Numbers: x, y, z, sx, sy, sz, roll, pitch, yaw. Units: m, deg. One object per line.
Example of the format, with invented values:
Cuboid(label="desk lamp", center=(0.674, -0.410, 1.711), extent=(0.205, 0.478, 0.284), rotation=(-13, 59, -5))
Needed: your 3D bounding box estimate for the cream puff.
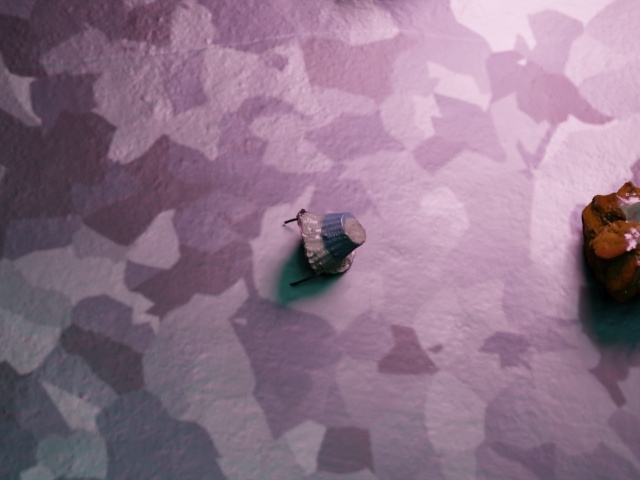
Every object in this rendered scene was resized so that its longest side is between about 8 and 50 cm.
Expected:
Cuboid(label="cream puff", center=(0.298, 0.000, 1.334), extent=(0.116, 0.094, 0.122), rotation=(40, 76, 12))

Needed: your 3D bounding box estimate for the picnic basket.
Cuboid(label="picnic basket", center=(0.000, 0.000, 1.329), extent=(0.083, 0.083, 0.065), rotation=(-25, 68, 33))
